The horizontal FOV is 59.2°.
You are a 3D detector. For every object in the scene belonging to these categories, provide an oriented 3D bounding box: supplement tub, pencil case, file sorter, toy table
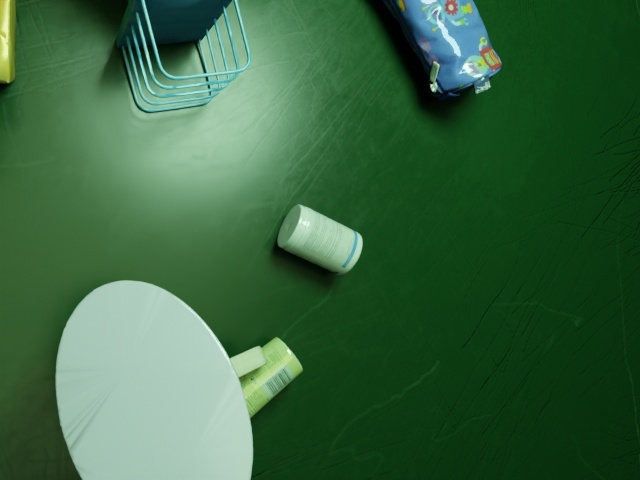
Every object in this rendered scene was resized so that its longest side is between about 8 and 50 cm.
[{"bbox_3d":[0.000,0.000,0.816,0.107,0.071,0.070,27,75,-22],"label":"supplement tub"},{"bbox_3d":[0.174,-0.368,0.905,0.133,0.119,0.306,-35,100,-22],"label":"pencil case"},{"bbox_3d":[-0.173,-0.233,0.701,0.118,0.170,0.104,-15,96,-26],"label":"file sorter"},{"bbox_3d":[-0.177,0.186,0.636,0.253,0.161,0.274,-12,79,-10],"label":"toy table"}]

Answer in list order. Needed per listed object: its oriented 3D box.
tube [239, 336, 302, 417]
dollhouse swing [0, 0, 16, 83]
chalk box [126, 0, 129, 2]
[{"bbox_3d":[-0.133,0.224,0.744,0.240,0.070,0.062,-38,146,-19],"label":"tube"},{"bbox_3d":[-0.469,-0.289,0.489,0.347,0.305,0.314,0,85,-25],"label":"dollhouse swing"},{"bbox_3d":[-0.241,-0.445,0.683,0.289,0.179,0.180,41,71,-16],"label":"chalk box"}]
